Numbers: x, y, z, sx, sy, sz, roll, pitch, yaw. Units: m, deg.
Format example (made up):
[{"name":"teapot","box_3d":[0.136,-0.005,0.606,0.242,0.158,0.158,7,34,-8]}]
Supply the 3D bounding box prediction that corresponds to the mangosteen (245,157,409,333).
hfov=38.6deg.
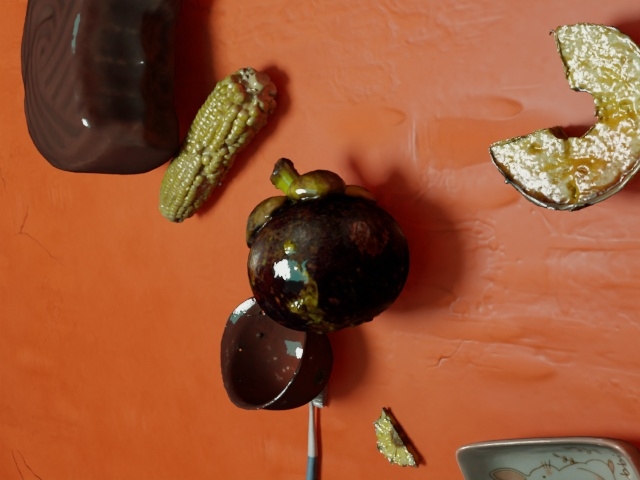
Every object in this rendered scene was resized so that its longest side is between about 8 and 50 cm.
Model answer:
[{"name":"mangosteen","box_3d":[0.000,0.000,1.062,0.192,0.192,0.217,-27,77,44]}]

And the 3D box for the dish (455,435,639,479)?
[{"name":"dish","box_3d":[0.259,0.272,0.955,0.212,0.077,0.151,-15,91,45]}]

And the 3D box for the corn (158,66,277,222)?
[{"name":"corn","box_3d":[-0.149,-0.125,1.251,0.086,0.086,0.288,57,133,18]}]

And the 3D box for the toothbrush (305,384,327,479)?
[{"name":"toothbrush","box_3d":[-0.010,0.316,1.267,0.025,0.019,0.276,15,110,33]}]

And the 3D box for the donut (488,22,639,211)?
[{"name":"donut","box_3d":[0.258,-0.110,0.869,0.146,0.078,0.181,40,119,29]}]

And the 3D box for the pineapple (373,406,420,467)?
[{"name":"pineapple","box_3d":[0.092,0.256,1.155,0.083,0.019,0.045,54,125,21]}]

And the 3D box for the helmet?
[{"name":"helmet","box_3d":[-0.049,0.154,1.202,0.175,0.106,0.155,24,86,48]}]

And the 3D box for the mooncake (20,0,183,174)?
[{"name":"mooncake","box_3d":[-0.305,-0.242,1.269,0.334,0.174,0.326,56,133,42]}]
